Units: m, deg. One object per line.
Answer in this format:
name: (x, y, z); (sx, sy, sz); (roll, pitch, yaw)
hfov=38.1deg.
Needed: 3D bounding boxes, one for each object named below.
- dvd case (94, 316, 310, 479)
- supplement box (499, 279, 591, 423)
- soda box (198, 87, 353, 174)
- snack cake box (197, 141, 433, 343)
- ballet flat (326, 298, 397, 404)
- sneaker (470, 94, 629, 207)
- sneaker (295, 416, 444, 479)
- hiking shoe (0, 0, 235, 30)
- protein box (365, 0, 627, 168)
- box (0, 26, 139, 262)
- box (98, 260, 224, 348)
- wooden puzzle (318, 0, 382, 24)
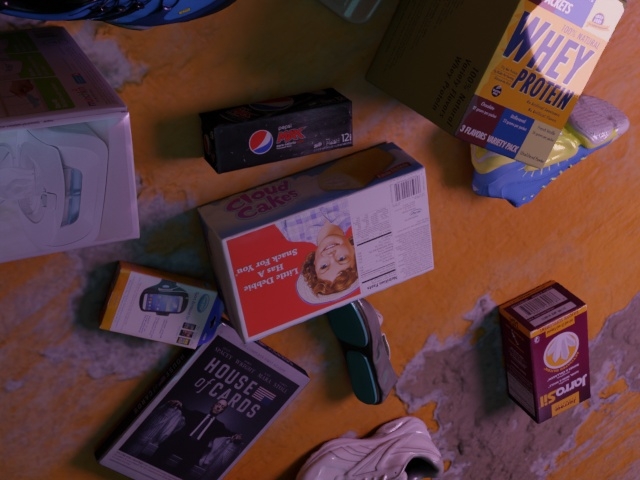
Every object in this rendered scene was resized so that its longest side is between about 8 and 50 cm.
dvd case: (-0.149, 0.226, 1.206); (0.238, 0.029, 0.179); (-49, 127, 4)
supplement box: (0.340, 0.170, 1.397); (0.104, 0.081, 0.188); (-24, 125, -15)
soda box: (-0.049, -0.126, 1.052); (0.169, 0.053, 0.060); (-14, 121, -21)
snack cake box: (0.000, 0.000, 1.124); (0.264, 0.089, 0.152); (-20, 125, -17)
ballet flat: (0.059, 0.130, 1.250); (0.068, 0.072, 0.213); (-44, 133, -35)
sneaker: (0.293, -0.117, 1.231); (0.240, 0.091, 0.126); (-11, 139, -23)
sneaker: (0.073, 0.336, 1.326); (0.232, 0.115, 0.090); (-22, 124, -16)
hiking shoe: (-0.199, -0.240, 0.862); (0.304, 0.132, 0.113); (-7, 119, -24)
protein box: (0.187, -0.219, 1.032); (0.136, 0.201, 0.199); (15, 108, -33)
box: (-0.306, -0.090, 0.808); (0.231, 0.262, 0.126); (-13, 121, -22)
box: (-0.185, 0.079, 1.097); (0.136, 0.028, 0.081); (16, 108, -25)
wooden puzzle: (0.021, -0.371, 0.962); (0.239, 0.044, 0.221); (27, 101, -35)
